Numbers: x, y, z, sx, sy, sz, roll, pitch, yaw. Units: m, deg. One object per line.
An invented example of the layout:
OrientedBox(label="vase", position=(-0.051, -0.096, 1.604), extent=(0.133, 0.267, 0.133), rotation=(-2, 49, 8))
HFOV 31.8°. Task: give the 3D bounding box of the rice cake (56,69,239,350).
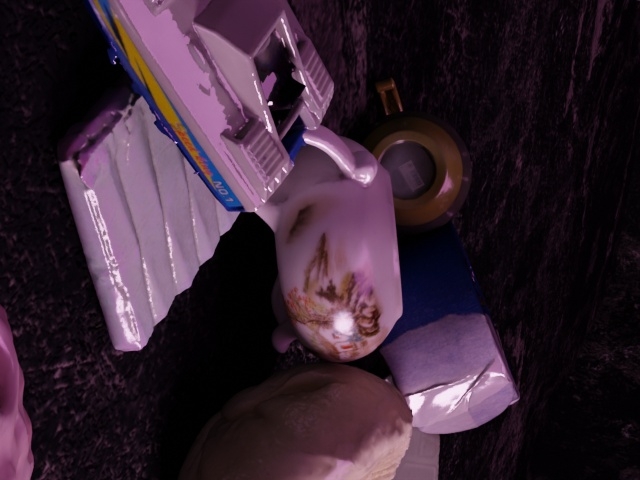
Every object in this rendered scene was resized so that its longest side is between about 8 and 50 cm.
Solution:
OrientedBox(label="rice cake", position=(-0.116, -0.046, 0.809), extent=(0.189, 0.037, 0.198), rotation=(-57, 154, -34))

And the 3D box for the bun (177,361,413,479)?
OrientedBox(label="bun", position=(-0.040, 0.216, 1.038), extent=(0.259, 0.160, 0.259), rotation=(-47, 164, -18))

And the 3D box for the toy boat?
OrientedBox(label="toy boat", position=(-0.085, -0.157, 0.691), extent=(0.129, 0.088, 0.295), rotation=(-59, 136, -32))

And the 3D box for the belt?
OrientedBox(label="belt", position=(0.130, 0.091, 1.245), extent=(0.347, 0.117, 0.212), rotation=(-42, 112, -83))

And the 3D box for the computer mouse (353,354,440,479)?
OrientedBox(label="computer mouse", position=(0.047, 0.346, 1.390), extent=(0.228, 0.145, 0.429), rotation=(-21, 115, -54))

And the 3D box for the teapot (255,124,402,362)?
OrientedBox(label="teapot", position=(0.000, 0.000, 1.005), extent=(0.204, 0.139, 0.298), rotation=(-89, 173, -45))

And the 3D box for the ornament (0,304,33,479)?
OrientedBox(label="ornament", position=(-0.223, 0.070, 0.354), extent=(0.259, 0.259, 0.225), rotation=(-31, 128, -59))

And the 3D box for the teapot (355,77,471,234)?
OrientedBox(label="teapot", position=(0.090, -0.087, 1.191), extent=(0.119, 0.130, 0.166), rotation=(6, 70, -83))
